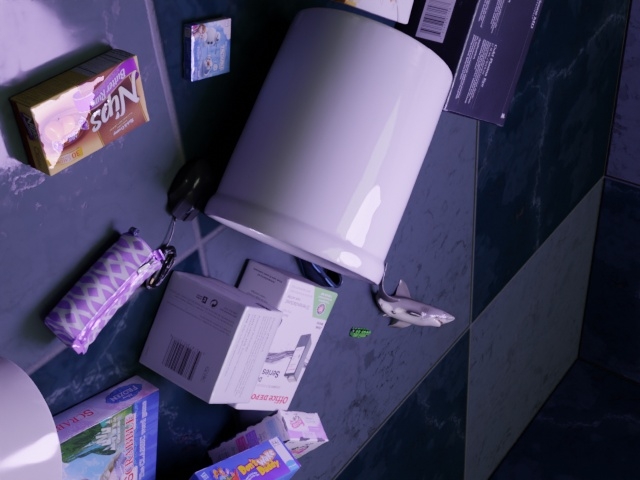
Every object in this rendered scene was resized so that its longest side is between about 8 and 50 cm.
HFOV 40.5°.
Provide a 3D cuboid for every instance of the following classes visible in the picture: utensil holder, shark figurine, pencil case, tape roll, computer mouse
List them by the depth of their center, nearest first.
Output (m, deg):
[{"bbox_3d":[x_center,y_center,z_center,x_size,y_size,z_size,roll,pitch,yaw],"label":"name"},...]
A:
[{"bbox_3d":[-0.477,0.285,1.120,0.169,0.246,0.246,-14,121,-53],"label":"tape roll"},{"bbox_3d":[-0.333,0.081,1.353,0.206,0.088,0.086,-52,143,-22],"label":"pencil case"},{"bbox_3d":[-0.239,-0.025,1.471,0.071,0.041,0.242,17,96,-59],"label":"computer mouse"},{"bbox_3d":[0.019,-0.160,1.510,0.327,0.327,0.386,29,81,-58],"label":"utensil holder"},{"bbox_3d":[0.199,0.143,2.206,0.278,0.166,0.116,29,59,-41],"label":"shark figurine"}]

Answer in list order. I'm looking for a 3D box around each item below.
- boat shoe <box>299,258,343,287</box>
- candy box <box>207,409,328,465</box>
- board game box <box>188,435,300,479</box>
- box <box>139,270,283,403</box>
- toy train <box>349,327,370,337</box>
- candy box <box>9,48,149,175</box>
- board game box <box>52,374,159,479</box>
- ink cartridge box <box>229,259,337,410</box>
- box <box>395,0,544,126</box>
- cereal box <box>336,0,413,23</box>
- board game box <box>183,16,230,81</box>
[{"bbox_3d":[0.000,0.000,1.795,0.109,0.089,0.258,-54,146,-21],"label":"boat shoe"},{"bbox_3d":[-0.109,0.434,1.830,0.196,0.070,0.165,-33,153,19],"label":"candy box"},{"bbox_3d":[-0.219,0.543,1.686,0.233,0.078,0.347,-9,143,-52],"label":"board game box"},{"bbox_3d":[-0.192,0.171,1.529,0.119,0.181,0.182,17,94,-59],"label":"box"},{"bbox_3d":[0.099,0.230,2.157,0.083,0.017,0.024,14,107,-58],"label":"toy train"},{"bbox_3d":[-0.333,-0.183,1.220,0.186,0.053,0.109,-37,138,-37],"label":"candy box"},{"bbox_3d":[-0.415,0.431,1.471,0.318,0.066,0.319,-24,129,-48],"label":"board game box"},{"bbox_3d":[-0.104,0.197,1.739,0.198,0.114,0.273,22,92,-59],"label":"ink cartridge box"},{"bbox_3d":[0.318,-0.449,1.900,0.312,0.179,0.343,2,108,-55],"label":"box"},{"bbox_3d":[0.118,-0.525,1.677,0.240,0.047,0.173,-5,114,-55],"label":"cereal box"},{"bbox_3d":[-0.182,-0.309,1.395,0.090,0.020,0.090,-29,132,-47],"label":"board game box"}]
